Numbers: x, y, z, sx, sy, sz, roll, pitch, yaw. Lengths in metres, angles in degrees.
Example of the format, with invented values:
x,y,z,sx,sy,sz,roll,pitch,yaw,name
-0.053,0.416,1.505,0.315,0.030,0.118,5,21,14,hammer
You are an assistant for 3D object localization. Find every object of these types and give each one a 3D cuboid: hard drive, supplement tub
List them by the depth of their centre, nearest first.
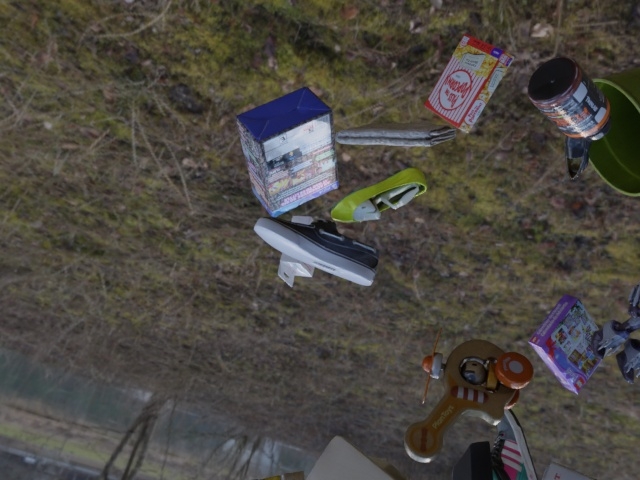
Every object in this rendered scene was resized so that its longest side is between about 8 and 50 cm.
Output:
x,y,z,sx,sy,sz,roll,pitch,yaw,name
0.505,-0.271,1.129,0.198,0.106,0.106,24,155,-37,supplement tub
0.351,0.613,1.319,0.054,0.254,0.172,14,132,1,hard drive

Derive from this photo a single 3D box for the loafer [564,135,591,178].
x,y,z,sx,sy,sz,roll,pitch,yaw,name
0.657,-0.231,1.456,0.062,0.061,0.170,12,145,38,loafer

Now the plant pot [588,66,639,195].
x,y,z,sx,sy,sz,roll,pitch,yaw,name
1.005,-0.366,1.649,0.353,0.366,0.366,-24,149,-1,plant pot

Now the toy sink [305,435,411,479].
x,y,z,sx,sy,sz,roll,pitch,yaw,name
0.096,0.475,0.991,0.234,0.152,0.131,29,172,31,toy sink

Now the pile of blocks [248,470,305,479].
x,y,z,sx,sy,sz,roll,pitch,yaw,name
-0.186,0.538,1.095,0.362,0.112,0.149,-24,151,24,pile of blocks

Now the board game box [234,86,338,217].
x,y,z,sx,sy,sz,roll,pitch,yaw,name
-0.088,-0.248,1.625,0.141,0.232,0.291,51,159,36,board game box

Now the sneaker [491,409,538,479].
x,y,z,sx,sy,sz,roll,pitch,yaw,name
0.497,0.623,1.622,0.178,0.295,0.123,-7,136,2,sneaker

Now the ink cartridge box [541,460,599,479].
x,y,z,sx,sy,sz,roll,pitch,yaw,name
0.664,0.694,1.327,0.129,0.223,0.307,37,163,-32,ink cartridge box

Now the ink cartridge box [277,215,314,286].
x,y,z,sx,sy,sz,roll,pitch,yaw,name
-0.060,0.037,1.750,0.067,0.198,0.115,4,156,26,ink cartridge box

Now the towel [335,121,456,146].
x,y,z,sx,sy,sz,roll,pitch,yaw,name
0.198,-0.283,1.497,0.282,0.049,0.187,7,-162,31,towel

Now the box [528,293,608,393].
x,y,z,sx,sy,sz,roll,pitch,yaw,name
0.809,0.336,1.833,0.293,0.201,0.057,46,169,-30,box

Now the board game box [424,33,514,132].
x,y,z,sx,sy,sz,roll,pitch,yaw,name
0.347,-0.373,1.345,0.045,0.193,0.147,14,-156,-35,board game box

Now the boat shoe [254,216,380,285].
x,y,z,sx,sy,sz,roll,pitch,yaw,name
0.000,0.000,1.284,0.301,0.102,0.108,24,163,-11,boat shoe

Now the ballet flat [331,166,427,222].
x,y,z,sx,sy,sz,roll,pitch,yaw,name
0.135,-0.090,1.278,0.231,0.077,0.077,-27,141,1,ballet flat

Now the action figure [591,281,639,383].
x,y,z,sx,sy,sz,roll,pitch,yaw,name
0.693,0.166,1.165,0.185,0.099,0.285,30,132,7,action figure

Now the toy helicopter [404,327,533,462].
x,y,z,sx,sy,sz,roll,pitch,yaw,name
0.304,0.355,1.311,0.235,0.355,0.140,36,147,26,toy helicopter
